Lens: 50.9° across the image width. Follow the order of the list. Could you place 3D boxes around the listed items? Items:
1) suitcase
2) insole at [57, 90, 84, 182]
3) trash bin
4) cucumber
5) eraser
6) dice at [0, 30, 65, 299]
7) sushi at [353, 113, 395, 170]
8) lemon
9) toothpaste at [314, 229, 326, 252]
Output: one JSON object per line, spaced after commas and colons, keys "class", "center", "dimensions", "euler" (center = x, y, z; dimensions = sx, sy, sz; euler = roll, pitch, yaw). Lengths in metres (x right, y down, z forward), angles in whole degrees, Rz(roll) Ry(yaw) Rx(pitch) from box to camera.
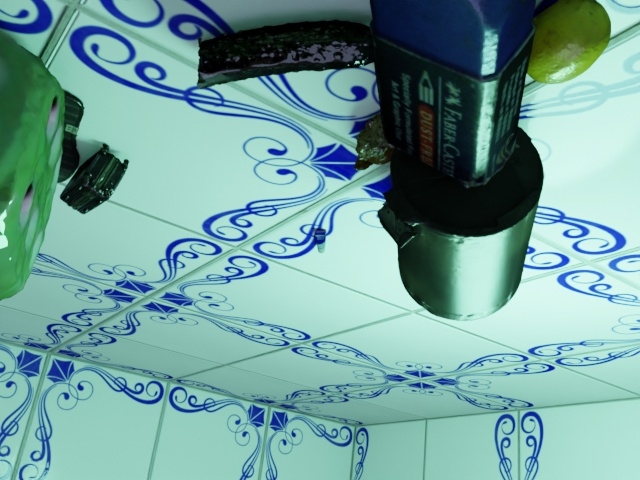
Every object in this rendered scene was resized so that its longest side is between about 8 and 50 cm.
{"class": "suitcase", "center": [-0.381, -0.100, 1.128], "dimensions": [0.059, 0.086, 0.126], "euler": [40, 142, -26]}
{"class": "insole", "center": [-0.437, -0.163, 1.092], "dimensions": [0.110, 0.012, 0.309], "euler": [20, 154, -23]}
{"class": "trash bin", "center": [0.208, -0.029, 0.980], "dimensions": [0.252, 0.203, 0.301], "euler": [-33, 153, -7]}
{"class": "cucumber", "center": [-0.042, -0.224, 0.790], "dimensions": [0.245, 0.067, 0.067], "euler": [-4, 153, 19]}
{"class": "eraser", "center": [0.140, -0.186, 0.716], "dimensions": [0.155, 0.101, 0.332], "euler": [31, 165, 22]}
{"class": "dice", "center": [-0.528, -0.096, 0.881], "dimensions": [0.330, 0.318, 0.322], "euler": [16, 154, -13]}
{"class": "sushi", "center": [0.083, -0.144, 0.945], "dimensions": [0.055, 0.052, 0.120], "euler": [2, 162, -26]}
{"class": "lemon", "center": [0.254, -0.209, 0.712], "dimensions": [0.082, 0.082, 0.111], "euler": [17, 152, -20]}
{"class": "toothpaste", "center": [0.000, 0.000, 1.328], "dimensions": [0.024, 0.015, 0.083], "euler": [-1, 151, 0]}
